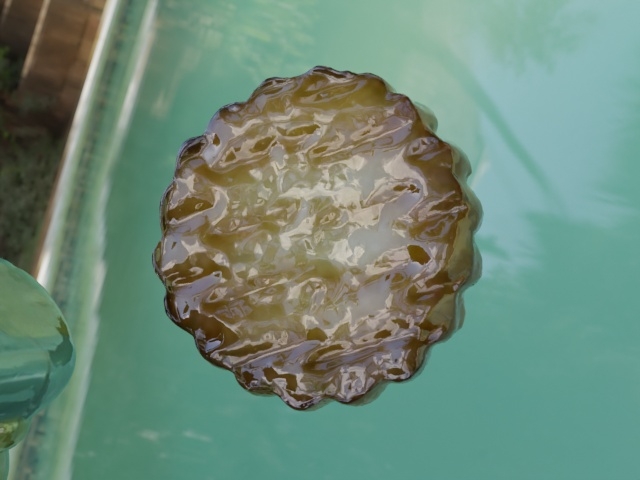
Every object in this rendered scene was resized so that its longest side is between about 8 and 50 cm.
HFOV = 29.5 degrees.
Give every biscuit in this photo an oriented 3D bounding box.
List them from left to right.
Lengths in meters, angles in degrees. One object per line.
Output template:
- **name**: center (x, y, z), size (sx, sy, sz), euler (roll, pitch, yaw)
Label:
- **biscuit**: center (0.000, 0.000, 1.162), size (0.107, 0.326, 0.325), euler (17, -90, -71)

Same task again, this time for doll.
- **doll**: center (-0.326, 0.145, 1.037), size (0.177, 0.161, 0.260), euler (44, 114, 23)
